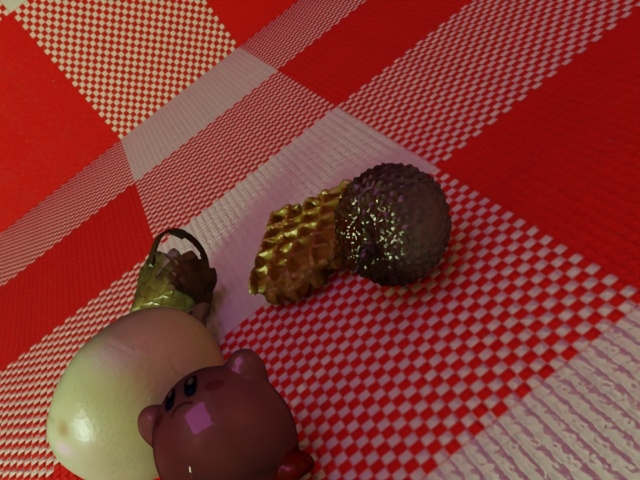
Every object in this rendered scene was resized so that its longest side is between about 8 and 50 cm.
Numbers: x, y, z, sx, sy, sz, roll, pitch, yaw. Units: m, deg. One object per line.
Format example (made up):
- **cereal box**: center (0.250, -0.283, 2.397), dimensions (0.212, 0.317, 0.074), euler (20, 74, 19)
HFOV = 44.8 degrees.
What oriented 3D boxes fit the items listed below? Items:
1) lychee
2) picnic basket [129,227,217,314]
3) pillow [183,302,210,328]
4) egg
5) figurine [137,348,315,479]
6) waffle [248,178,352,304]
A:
- **lychee**: center (0.092, -0.018, 1.030), dimensions (0.165, 0.165, 0.197), euler (-11, 15, 41)
- **picnic basket**: center (-0.250, 0.061, 1.350), dimensions (0.138, 0.128, 0.178), euler (-24, 46, 29)
- **pillow**: center (-0.270, 0.218, 1.204), dimensions (0.270, 0.067, 0.173), euler (-36, 32, 3)
- **egg**: center (-0.223, 0.222, 1.024), dimensions (0.162, 0.206, 0.271), euler (32, 74, 33)
- **figurine**: center (-0.112, 0.227, 0.897), dimensions (0.173, 0.173, 0.173), euler (-28, 29, 17)
- **waffle**: center (0.000, 0.000, 1.230), dimensions (0.219, 0.057, 0.229), euler (-23, 32, 26)
